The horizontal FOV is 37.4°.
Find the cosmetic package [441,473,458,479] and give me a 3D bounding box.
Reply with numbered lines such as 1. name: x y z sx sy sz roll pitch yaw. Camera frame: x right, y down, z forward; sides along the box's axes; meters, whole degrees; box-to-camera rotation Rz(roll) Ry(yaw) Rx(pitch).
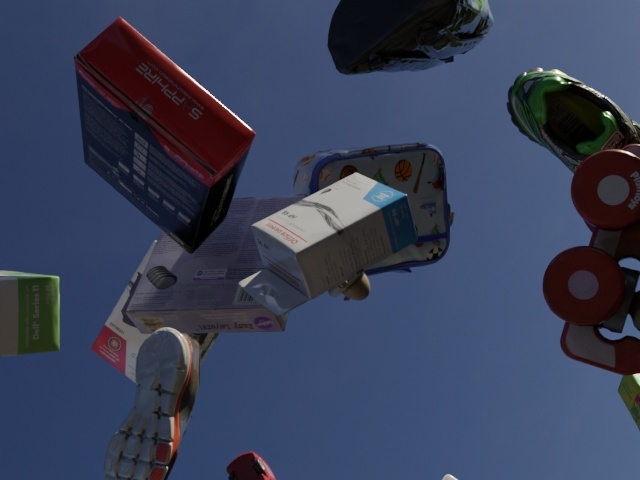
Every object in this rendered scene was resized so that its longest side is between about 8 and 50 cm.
1. cosmetic package: 0.356 0.636 1.650 0.161 0.453 0.230 -47 -23 -32

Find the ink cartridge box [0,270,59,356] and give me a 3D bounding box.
1. ink cartridge box: -0.580 0.106 1.351 0.353 0.207 0.119 0 -89 -44

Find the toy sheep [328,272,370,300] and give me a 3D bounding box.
1. toy sheep: 0.013 0.023 1.180 0.091 0.132 0.091 -40 -3 -3

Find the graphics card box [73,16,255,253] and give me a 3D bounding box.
1. graphics card box: -0.225 -0.128 1.322 0.094 0.232 0.371 -49 -2 -21

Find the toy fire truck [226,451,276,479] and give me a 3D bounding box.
1. toy fire truck: -0.047 0.374 1.217 0.047 0.192 0.135 -32 -34 2

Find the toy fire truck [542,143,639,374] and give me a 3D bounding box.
1. toy fire truck: 0.434 0.029 1.200 0.169 0.253 0.302 21 -94 -67

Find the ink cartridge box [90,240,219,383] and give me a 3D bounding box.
1. ink cartridge box: -0.277 0.143 1.719 0.237 0.172 0.100 -60 -20 3

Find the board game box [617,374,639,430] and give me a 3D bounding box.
1. board game box: 0.458 0.230 1.225 0.181 0.092 0.043 -84 7 -71

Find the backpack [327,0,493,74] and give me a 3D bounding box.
1. backpack: 0.197 -0.445 1.849 0.290 0.274 0.355 -31 -21 31

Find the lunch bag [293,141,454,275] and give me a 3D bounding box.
1. lunch bag: 0.101 -0.049 1.696 0.303 0.115 0.243 -7 -81 -27

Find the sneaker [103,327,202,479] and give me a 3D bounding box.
1. sneaker: -0.128 0.153 0.787 0.065 0.061 0.158 20 -93 -65

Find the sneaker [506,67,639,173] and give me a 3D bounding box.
1. sneaker: 0.414 -0.115 1.342 0.134 0.343 0.146 -56 3 12

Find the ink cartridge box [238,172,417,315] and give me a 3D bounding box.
1. ink cartridge box: 0.000 0.000 1.014 0.180 0.104 0.060 -28 -60 -21

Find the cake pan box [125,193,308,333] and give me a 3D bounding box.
1. cake pan box: -0.150 0.036 1.519 0.070 0.266 0.246 66 -153 -44
